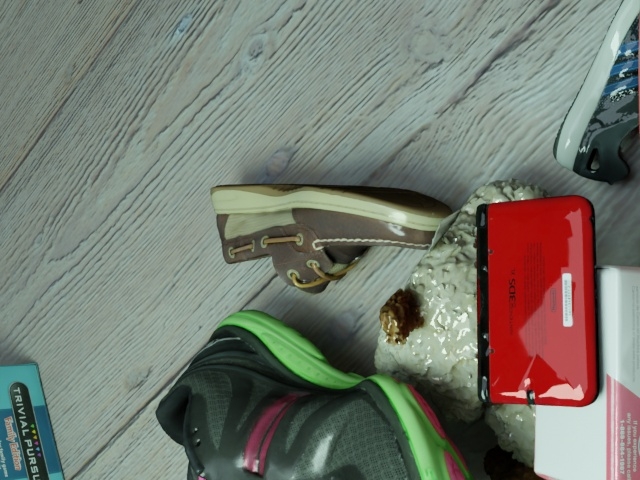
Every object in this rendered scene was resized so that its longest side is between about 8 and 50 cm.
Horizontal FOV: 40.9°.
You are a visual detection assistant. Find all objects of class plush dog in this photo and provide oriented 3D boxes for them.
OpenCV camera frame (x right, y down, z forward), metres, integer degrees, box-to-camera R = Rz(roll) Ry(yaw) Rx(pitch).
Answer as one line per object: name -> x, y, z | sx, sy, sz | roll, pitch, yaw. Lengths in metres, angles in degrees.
plush dog -> 0.173, 0.101, 0.770 | 0.225, 0.211, 0.262 | 34, 108, 12

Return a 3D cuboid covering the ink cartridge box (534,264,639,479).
ink cartridge box -> 0.273, 0.101, 0.645 | 0.092, 0.218, 0.158 | 173, 100, -65

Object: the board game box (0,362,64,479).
board game box -> -0.540, 0.310, 1.211 | 0.079, 0.336, 0.253 | -35, 65, 31

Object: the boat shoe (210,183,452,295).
boat shoe -> 0.000, 0.000, 0.953 | 0.342, 0.123, 0.123 | 5, 96, 43

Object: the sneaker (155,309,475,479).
sneaker -> -0.014, 0.216, 0.818 | 0.202, 0.185, 0.483 | -41, 24, -19

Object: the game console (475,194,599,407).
game console -> 0.154, 0.047, 0.632 | 0.124, 0.085, 0.143 | -5, 81, 37

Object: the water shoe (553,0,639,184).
water shoe -> 0.286, -0.149, 0.774 | 0.080, 0.073, 0.203 | 27, 108, 15

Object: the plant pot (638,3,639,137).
plant pot -> 0.363, -0.120, 0.589 | 0.243, 0.275, 0.274 | 0, 85, 28
